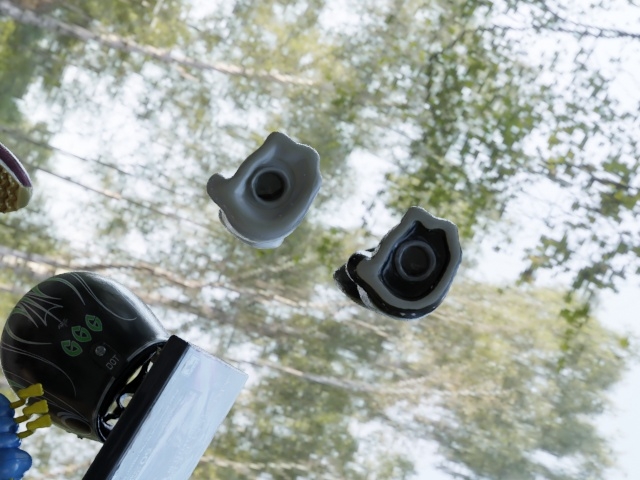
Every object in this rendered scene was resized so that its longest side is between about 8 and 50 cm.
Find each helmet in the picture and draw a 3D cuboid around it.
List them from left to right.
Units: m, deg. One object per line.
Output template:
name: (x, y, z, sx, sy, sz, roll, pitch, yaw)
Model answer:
helmet: (-0.240, 0.110, 1.032, 0.161, 0.169, 0.169, 32, -79, 20)

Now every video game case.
video game case: (-0.156, 0.201, 1.033, 0.196, 0.026, 0.274, -59, 166, -8)

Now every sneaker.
sneaker: (-0.322, -0.093, 0.949, 0.084, 0.185, 0.069, -36, 153, -52)

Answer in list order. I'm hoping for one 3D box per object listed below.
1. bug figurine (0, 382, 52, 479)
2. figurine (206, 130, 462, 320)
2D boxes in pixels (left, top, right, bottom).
bug figurine: (-0.388, 0.151, 0.911, 0.072, 0.279, 0.216, 112, -36, -59)
figurine: (0.000, 0.000, 0.925, 0.092, 0.215, 0.209, -62, -178, -11)
